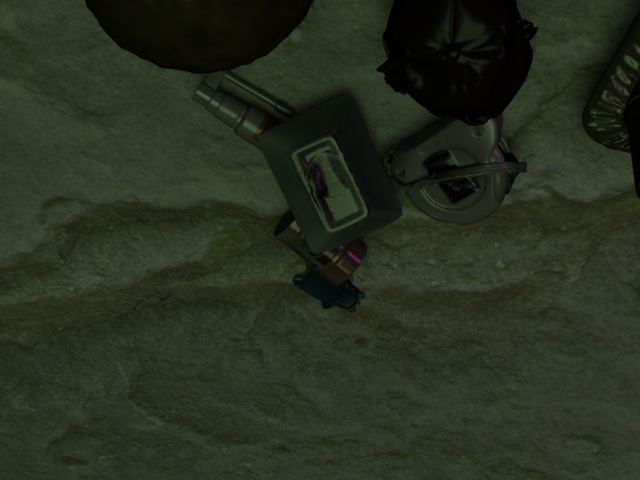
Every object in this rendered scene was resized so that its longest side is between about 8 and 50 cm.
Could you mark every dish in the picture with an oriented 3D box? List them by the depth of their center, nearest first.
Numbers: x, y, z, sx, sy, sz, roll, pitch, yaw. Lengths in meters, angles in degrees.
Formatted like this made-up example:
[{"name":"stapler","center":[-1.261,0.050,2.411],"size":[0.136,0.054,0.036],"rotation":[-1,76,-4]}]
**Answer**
[{"name":"dish","center":[0.019,-0.104,1.636],"size":[0.182,0.080,0.243],"rotation":[-24,104,6]}]

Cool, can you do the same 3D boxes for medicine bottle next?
[{"name":"medicine bottle","center":[-0.114,-0.218,1.677],"size":[0.221,0.061,0.092],"rotation":[31,93,-11]}]

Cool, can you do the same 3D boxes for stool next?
[{"name":"stool","center":[0.616,-0.209,1.481],"size":[0.310,0.226,0.310],"rotation":[12,124,-15]}]

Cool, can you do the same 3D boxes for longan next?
[{"name":"longan","center":[-0.176,-0.432,1.368],"size":[0.391,0.391,0.391],"rotation":[3,119,5]}]

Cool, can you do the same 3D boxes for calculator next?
[{"name":"calculator","center":[0.019,0.091,1.852],"size":[0.141,0.019,0.094],"rotation":[30,118,-12]}]

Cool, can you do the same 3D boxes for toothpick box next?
[{"name":"toothpick box","center":[0.000,0.000,1.758],"size":[0.149,0.098,0.098],"rotation":[40,115,-14]}]

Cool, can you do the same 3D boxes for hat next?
[{"name":"hat","center":[0.203,-0.344,1.442],"size":[0.238,0.209,0.336],"rotation":[-2,94,10]}]

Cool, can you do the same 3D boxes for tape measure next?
[{"name":"tape measure","center":[0.238,-0.126,1.653],"size":[0.236,0.120,0.197],"rotation":[-31,104,29]}]
